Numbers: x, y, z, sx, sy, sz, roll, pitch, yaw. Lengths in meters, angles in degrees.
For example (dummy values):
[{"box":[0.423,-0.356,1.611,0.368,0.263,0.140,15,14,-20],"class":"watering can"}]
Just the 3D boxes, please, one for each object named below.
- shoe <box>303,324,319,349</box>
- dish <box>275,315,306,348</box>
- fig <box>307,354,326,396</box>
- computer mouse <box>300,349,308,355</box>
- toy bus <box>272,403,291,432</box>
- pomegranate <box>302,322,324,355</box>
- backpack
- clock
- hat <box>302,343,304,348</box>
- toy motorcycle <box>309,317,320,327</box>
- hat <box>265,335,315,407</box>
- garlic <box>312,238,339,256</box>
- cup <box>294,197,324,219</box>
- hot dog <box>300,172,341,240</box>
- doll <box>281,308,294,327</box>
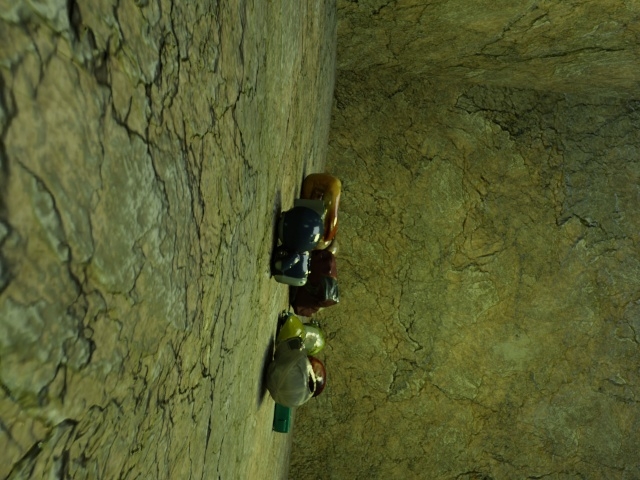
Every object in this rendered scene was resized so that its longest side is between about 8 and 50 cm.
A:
[{"box":[-0.056,0.438,1.836,0.251,0.100,0.103,42,48,-60],"class":"shoe"},{"box":[-0.111,0.394,1.645,0.149,0.080,0.208,-45,154,-44],"class":"dish"},{"box":[-0.074,0.710,2.139,0.263,0.223,0.224,43,53,-73],"class":"fig"},{"box":[-0.135,0.505,1.876,0.295,0.087,0.168,-56,139,-58],"class":"computer mouse"},{"box":[-0.175,0.815,1.899,0.092,0.079,0.160,-75,170,-80],"class":"toy bus"},{"box":[-0.083,0.591,2.317,0.198,0.198,0.246,-30,139,-87],"class":"pomegranate"},{"box":[-0.028,0.190,1.996,0.283,0.197,0.318,-30,-129,41],"class":"backpack"},{"box":[-0.074,0.009,1.304,0.199,0.146,0.244,-61,165,-73],"class":"clock"},{"box":[-0.113,0.532,1.673,0.140,0.128,0.228,135,-30,-78],"class":"hat"},{"box":[-0.089,0.610,2.546,0.091,0.157,0.263,104,-6,-86],"class":"toy motorcycle"},{"box":[-0.125,0.473,1.460,0.275,0.160,0.232,-149,-118,-66],"class":"hat"},{"box":[0.000,0.000,2.294,0.160,0.213,0.191,78,27,-52],"class":"garlic"},{"box":[-0.046,-0.113,1.724,0.128,0.129,0.095,93,5,-61],"class":"cup"},{"box":[-0.006,-0.121,1.999,0.405,0.185,0.223,94,2,-48],"class":"hot dog"},{"box":[-0.142,0.337,1.717,0.076,0.050,0.083,88,9,-45],"class":"doll"}]
